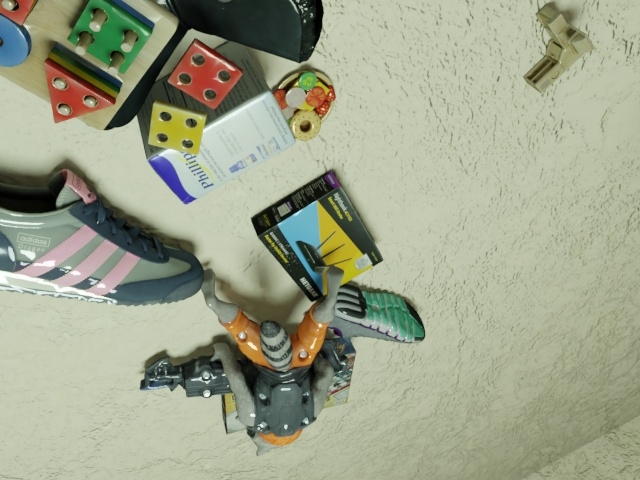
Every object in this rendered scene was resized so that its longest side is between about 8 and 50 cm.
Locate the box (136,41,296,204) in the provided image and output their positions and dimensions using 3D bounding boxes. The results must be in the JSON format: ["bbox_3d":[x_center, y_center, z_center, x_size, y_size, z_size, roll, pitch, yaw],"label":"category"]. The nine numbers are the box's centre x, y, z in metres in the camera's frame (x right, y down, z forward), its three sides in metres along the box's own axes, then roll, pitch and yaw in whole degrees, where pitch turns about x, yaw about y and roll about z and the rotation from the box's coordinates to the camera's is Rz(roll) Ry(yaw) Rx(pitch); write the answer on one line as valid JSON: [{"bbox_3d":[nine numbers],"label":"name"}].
[{"bbox_3d":[-0.114,-0.128,0.588,0.137,0.126,0.072,-28,137,2],"label":"box"}]

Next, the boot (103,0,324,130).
[{"bbox_3d":[-0.107,-0.191,0.505,0.207,0.094,0.246,16,120,-3],"label":"boot"}]

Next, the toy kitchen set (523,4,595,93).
[{"bbox_3d":[0.301,-0.240,0.723,0.075,0.068,0.083,-45,133,17],"label":"toy kitchen set"}]

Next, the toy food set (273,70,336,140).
[{"bbox_3d":[-0.020,-0.165,0.674,0.082,0.020,0.083,28,115,-40],"label":"toy food set"}]

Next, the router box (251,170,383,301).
[{"bbox_3d":[0.000,0.000,0.816,0.133,0.046,0.179,-32,135,4],"label":"router box"}]

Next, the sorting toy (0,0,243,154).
[{"bbox_3d":[-0.194,-0.146,0.425,0.274,0.046,0.132,30,130,-31],"label":"sorting toy"}]

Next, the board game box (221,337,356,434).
[{"bbox_3d":[-0.061,0.269,1.036,0.243,0.042,0.165,-9,133,-18],"label":"board game box"}]

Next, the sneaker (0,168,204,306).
[{"bbox_3d":[-0.264,-0.007,0.643,0.319,0.112,0.131,11,110,-41],"label":"sneaker"}]

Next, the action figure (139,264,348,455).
[{"bbox_3d":[-0.108,0.200,0.839,0.341,0.178,0.330,-9,123,-9],"label":"action figure"}]

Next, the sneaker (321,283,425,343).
[{"bbox_3d":[0.082,0.139,0.977,0.224,0.083,0.098,24,135,-32],"label":"sneaker"}]
